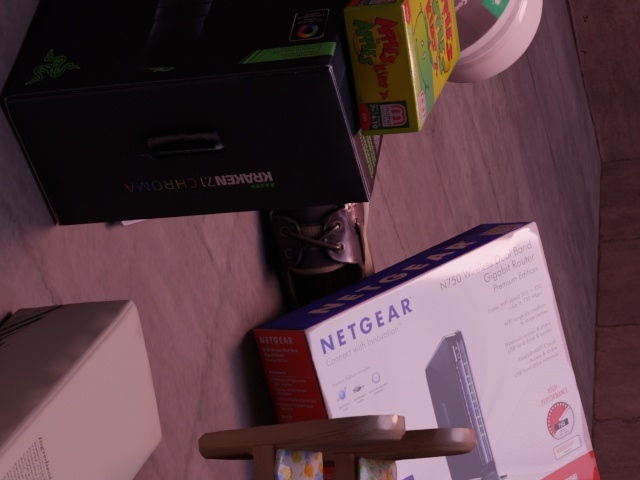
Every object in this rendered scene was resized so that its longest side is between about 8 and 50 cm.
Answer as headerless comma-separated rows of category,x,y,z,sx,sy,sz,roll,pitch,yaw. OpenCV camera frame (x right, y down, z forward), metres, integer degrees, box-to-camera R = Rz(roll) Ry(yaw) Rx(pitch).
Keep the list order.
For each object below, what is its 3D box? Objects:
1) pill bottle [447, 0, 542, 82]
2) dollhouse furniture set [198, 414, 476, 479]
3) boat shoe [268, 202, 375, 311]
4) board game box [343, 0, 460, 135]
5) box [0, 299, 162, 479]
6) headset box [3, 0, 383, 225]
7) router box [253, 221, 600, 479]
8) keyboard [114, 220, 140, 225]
pill bottle,0.091,-0.306,2.036,0.361,0.204,0.204,28,58,-58
dollhouse furniture set,0.119,0.320,1.428,0.394,0.256,0.362,17,67,-62
boat shoe,0.000,0.000,1.930,0.092,0.102,0.285,-85,168,-46
board game box,0.062,-0.149,1.384,0.181,0.043,0.092,-59,143,-64
box,-0.192,0.138,1.218,0.275,0.094,0.113,-54,137,-67
headset box,-0.077,-0.144,1.432,0.283,0.246,0.131,-77,157,-45
router box,0.115,0.173,1.935,0.335,0.082,0.301,-24,104,-38
keyboard,-0.131,-0.060,1.636,0.256,0.014,0.072,-22,107,-74
